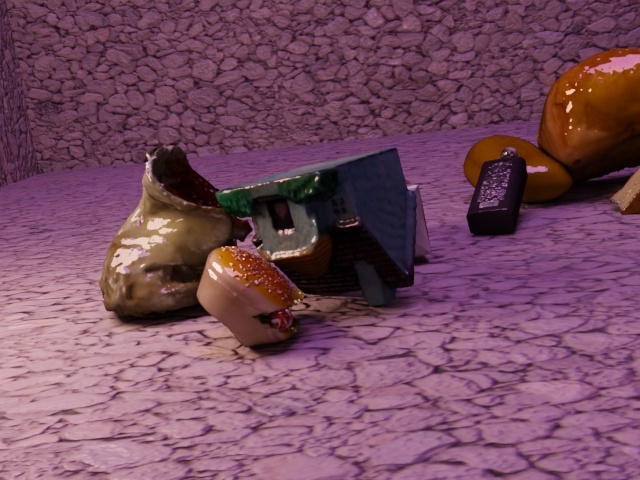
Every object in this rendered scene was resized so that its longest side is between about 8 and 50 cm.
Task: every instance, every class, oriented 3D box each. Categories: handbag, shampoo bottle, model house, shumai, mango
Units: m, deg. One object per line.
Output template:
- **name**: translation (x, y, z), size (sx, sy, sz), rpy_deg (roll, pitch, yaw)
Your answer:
- **handbag**: translation (0.110, -0.045, 1.862), size (0.171, 0.151, 0.298), rpy_deg (-12, 9, -4)
- **shampoo bottle**: translation (0.396, -0.120, 2.006), size (0.098, 0.071, 0.309), rpy_deg (-7, 31, 25)
- **model house**: translation (0.000, 0.000, 1.537), size (0.281, 0.248, 0.230), rpy_deg (-8, 9, 44)
- **shumai**: translation (-0.282, -0.033, 1.686), size (0.292, 0.288, 0.330), rpy_deg (-14, 12, -11)
- **mango**: translation (0.464, -0.169, 2.226), size (0.195, 0.142, 0.331), rpy_deg (-13, 20, -9)

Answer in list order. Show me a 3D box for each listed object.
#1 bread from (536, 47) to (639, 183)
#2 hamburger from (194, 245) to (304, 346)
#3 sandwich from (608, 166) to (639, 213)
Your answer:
- **bread**: translation (0.699, -0.317, 2.172), size (0.361, 0.250, 0.394), rpy_deg (-17, -13, 7)
- **hamburger**: translation (-0.108, 0.081, 1.419), size (0.116, 0.173, 0.210), rpy_deg (-45, 10, 7)
- **sandwich**: translation (0.743, -0.130, 1.947), size (0.235, 0.128, 0.122), rpy_deg (-49, 2, 15)
